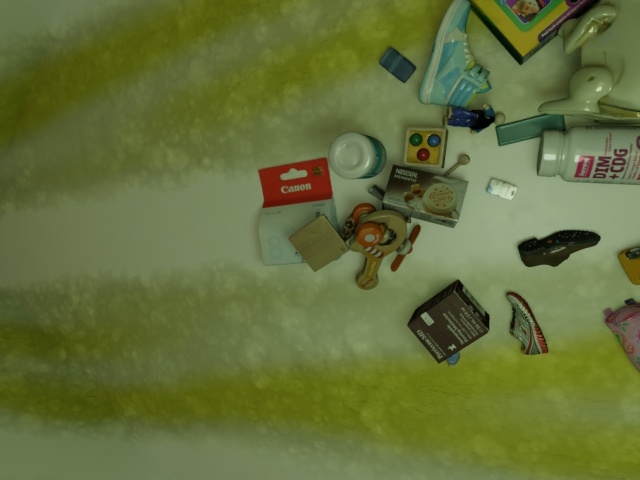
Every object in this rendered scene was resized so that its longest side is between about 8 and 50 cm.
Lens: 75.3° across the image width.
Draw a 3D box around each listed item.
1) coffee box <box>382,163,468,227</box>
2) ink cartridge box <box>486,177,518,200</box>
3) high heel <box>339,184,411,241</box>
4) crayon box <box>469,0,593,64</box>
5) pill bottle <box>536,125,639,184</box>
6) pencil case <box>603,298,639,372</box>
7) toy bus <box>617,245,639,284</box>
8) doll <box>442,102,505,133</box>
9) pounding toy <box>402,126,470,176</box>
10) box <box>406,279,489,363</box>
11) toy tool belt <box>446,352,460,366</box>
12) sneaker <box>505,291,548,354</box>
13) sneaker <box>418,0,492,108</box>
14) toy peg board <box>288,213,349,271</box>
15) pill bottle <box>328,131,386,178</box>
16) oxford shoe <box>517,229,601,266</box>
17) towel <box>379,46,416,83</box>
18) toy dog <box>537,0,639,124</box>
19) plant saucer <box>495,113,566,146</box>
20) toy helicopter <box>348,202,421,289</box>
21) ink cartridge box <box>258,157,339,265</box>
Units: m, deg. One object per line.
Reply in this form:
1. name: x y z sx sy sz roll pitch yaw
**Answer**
1. coffee box: 0.341 -0.146 1.369 0.247 0.098 0.141 16 82 12
2. ink cartridge box: 0.586 -0.165 1.339 0.083 0.028 0.048 24 107 17
3. high heel: 0.189 -0.046 1.486 0.186 0.093 0.261 40 107 11
4. crayon box: 0.632 -0.758 1.180 0.363 0.106 0.313 -39 82 22
5. pill bottle: 0.781 -0.243 1.176 0.283 0.160 0.160 6 101 21
6. pencil case: 0.968 0.323 1.224 0.124 0.124 0.284 -34 85 23
7. toy bus: 1.000 0.027 1.100 0.108 0.130 0.333 61 152 2
8. doll: 0.487 -0.384 1.299 0.189 0.129 0.046 4 62 -3
9. pounding toy: 0.383 -0.276 1.367 0.206 0.094 0.180 8 102 21
10. box: 0.434 0.269 1.398 0.203 0.167 0.168 -43 82 22
11. toy tool belt: 0.470 0.405 1.469 0.052 0.051 0.083 19 105 18
12. sneaker: 0.657 0.276 1.354 0.093 0.088 0.225 -24 89 25
13. sneaker: 0.450 -0.562 1.278 0.208 0.127 0.318 23 116 19
14. toy peg board: 0.000 0.000 1.498 0.161 0.079 0.160 -33 102 21
15. pill bottle: 0.134 -0.277 1.374 0.146 0.264 0.146 3 99 21
16. oxford shoe: 0.744 0.029 1.293 0.227 0.082 0.096 -15 115 22
17. towel: 0.261 -0.591 1.398 0.119 0.029 0.067 44 112 11
18. toy dog: 0.766 -0.511 1.006 0.285 0.395 0.407 4 102 -7
19. plant saucer: 0.651 -0.349 1.289 0.192 0.018 0.067 -10 95 24
20. toy helicopter: 0.211 0.042 1.452 0.235 0.140 0.354 4 130 -9
21. ink cartridge box: -0.097 -0.103 1.593 0.308 0.091 0.384 -5 98 23
